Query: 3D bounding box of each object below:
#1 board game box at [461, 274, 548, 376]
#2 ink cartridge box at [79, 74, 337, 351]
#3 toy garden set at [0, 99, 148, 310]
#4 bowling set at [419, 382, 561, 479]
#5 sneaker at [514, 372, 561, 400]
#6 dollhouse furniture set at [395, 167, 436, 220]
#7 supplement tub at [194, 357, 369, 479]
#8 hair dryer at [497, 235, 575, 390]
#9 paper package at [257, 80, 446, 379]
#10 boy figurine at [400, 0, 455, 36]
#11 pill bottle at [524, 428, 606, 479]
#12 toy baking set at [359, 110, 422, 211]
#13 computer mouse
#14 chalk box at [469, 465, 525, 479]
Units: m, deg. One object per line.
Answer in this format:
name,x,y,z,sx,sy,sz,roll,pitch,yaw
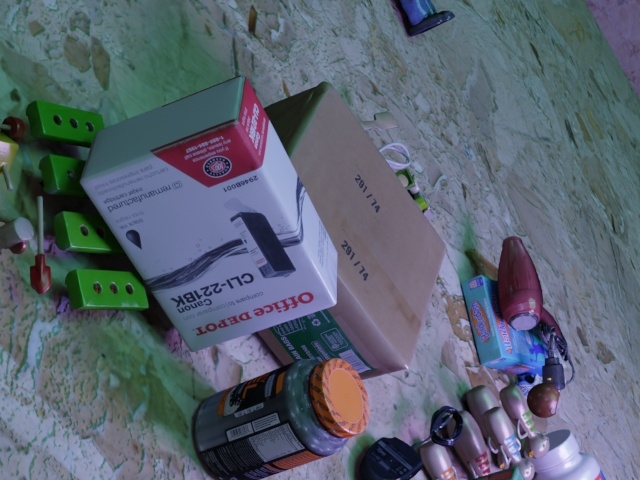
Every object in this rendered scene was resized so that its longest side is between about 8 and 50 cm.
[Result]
board game box,0.345,0.161,2.173,0.210,0.047,0.160,20,53,-51
ink cartridge box,-0.119,-0.023,1.371,0.114,0.197,0.273,-89,155,-54
toy garden set,-0.301,-0.035,1.314,0.204,0.049,0.244,7,64,-58
bowling set,0.299,0.322,1.850,0.287,0.200,0.154,-32,98,-56
sneaker,0.397,0.268,2.176,0.135,0.052,0.058,-4,68,-58
dollhouse furniture set,0.149,-0.076,2.064,0.076,0.058,0.151,68,10,19
supplement tub,-0.044,0.210,1.392,0.117,0.190,0.117,37,40,-39
hair dryer,0.381,0.135,2.156,0.223,0.080,0.293,-4,77,-74
paper package,0.000,0.000,1.637,0.325,0.168,0.309,53,34,-21
boy figurine,0.170,-0.556,2.378,0.177,0.092,0.285,-27,95,-57
pill bottle,0.439,0.444,2.041,0.221,0.124,0.124,62,30,-6
toy baking set,0.074,-0.117,1.924,0.197,0.030,0.256,16,52,-32
computer mouse,0.134,0.303,1.715,0.071,0.041,0.242,40,36,23
chalk box,0.219,0.446,1.643,0.289,0.180,0.179,59,31,-13
